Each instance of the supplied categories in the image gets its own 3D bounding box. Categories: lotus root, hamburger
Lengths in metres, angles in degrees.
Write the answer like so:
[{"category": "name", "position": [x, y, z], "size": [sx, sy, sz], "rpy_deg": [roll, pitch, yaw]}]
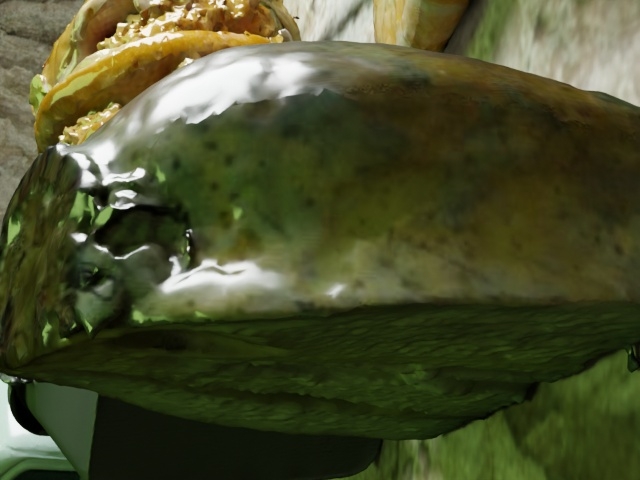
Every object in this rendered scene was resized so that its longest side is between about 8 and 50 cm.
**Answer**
[{"category": "lotus root", "position": [-0.016, 0.003, 0.553], "size": [0.267, 0.260, 0.149], "rpy_deg": [133, 139, -62]}, {"category": "hamburger", "position": [-0.106, -0.075, 0.925], "size": [0.260, 0.245, 0.211], "rpy_deg": [49, -159, -59]}]

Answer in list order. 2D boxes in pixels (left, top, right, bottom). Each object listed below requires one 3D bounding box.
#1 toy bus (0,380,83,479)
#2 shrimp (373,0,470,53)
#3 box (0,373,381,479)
[{"category": "toy bus", "position": [-0.155, 0.171, 0.926], "size": [0.133, 0.271, 0.165], "rpy_deg": [-108, 32, -48]}, {"category": "shrimp", "position": [0.076, -0.225, 0.669], "size": [0.296, 0.058, 0.169], "rpy_deg": [112, 158, -51]}, {"category": "box", "position": [-0.067, 0.071, 0.763], "size": [0.135, 0.243, 0.163], "rpy_deg": [36, 120, 54]}]
